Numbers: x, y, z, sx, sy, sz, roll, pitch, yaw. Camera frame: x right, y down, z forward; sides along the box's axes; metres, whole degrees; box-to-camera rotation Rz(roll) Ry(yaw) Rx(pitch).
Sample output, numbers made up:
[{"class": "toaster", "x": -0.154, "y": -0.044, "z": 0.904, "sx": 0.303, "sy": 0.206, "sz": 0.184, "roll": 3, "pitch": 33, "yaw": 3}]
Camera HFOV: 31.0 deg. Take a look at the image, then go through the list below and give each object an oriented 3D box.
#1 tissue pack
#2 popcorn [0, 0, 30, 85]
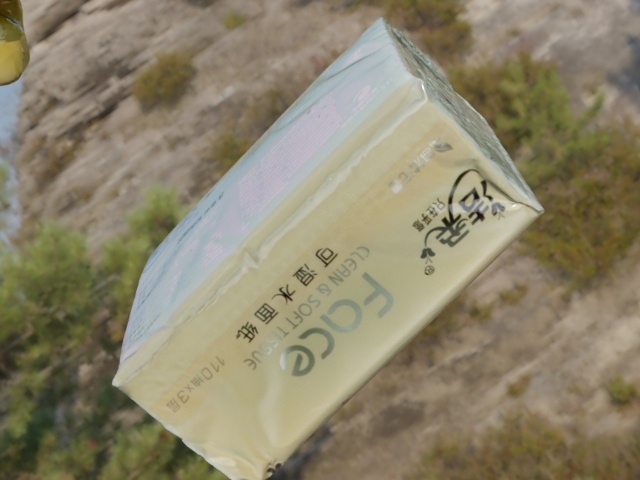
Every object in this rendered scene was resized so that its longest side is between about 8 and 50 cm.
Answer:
[{"class": "tissue pack", "x": 0.000, "y": 0.000, "z": 1.185, "sx": 0.405, "sy": 0.205, "sz": 0.332, "roll": -46, "pitch": 15, "yaw": 14}, {"class": "popcorn", "x": -0.402, "y": -0.279, "z": 0.911, "sx": 0.354, "sy": 0.390, "sz": 0.344, "roll": 112, "pitch": 168, "yaw": -51}]
